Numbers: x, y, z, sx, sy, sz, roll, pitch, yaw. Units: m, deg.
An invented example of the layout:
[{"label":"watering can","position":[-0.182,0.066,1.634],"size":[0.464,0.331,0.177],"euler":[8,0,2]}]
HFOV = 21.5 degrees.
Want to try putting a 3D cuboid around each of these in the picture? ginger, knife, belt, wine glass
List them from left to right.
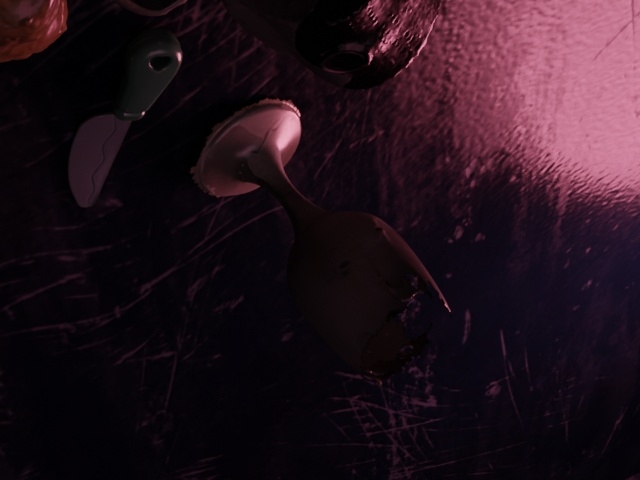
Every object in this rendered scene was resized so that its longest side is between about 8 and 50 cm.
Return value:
[{"label":"ginger","position":[-0.256,-0.200,1.441],"size":[0.193,0.123,0.115],"euler":[4,95,-60]},{"label":"knife","position":[-0.210,-0.115,1.697],"size":[0.063,0.034,0.260],"euler":[1,141,-34]},{"label":"wine glass","position":[0.000,0.000,1.761],"size":[0.143,0.321,0.143],"euler":[-28,150,-18]},{"label":"belt","position":[0.002,-0.276,1.397],"size":[0.184,0.289,0.164],"euler":[-14,154,21]}]

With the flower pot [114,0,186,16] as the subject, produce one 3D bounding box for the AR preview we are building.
[{"label":"flower pot","position":[-0.169,-0.293,1.398],"size":[0.103,0.108,0.229],"euler":[-29,148,-1]}]
